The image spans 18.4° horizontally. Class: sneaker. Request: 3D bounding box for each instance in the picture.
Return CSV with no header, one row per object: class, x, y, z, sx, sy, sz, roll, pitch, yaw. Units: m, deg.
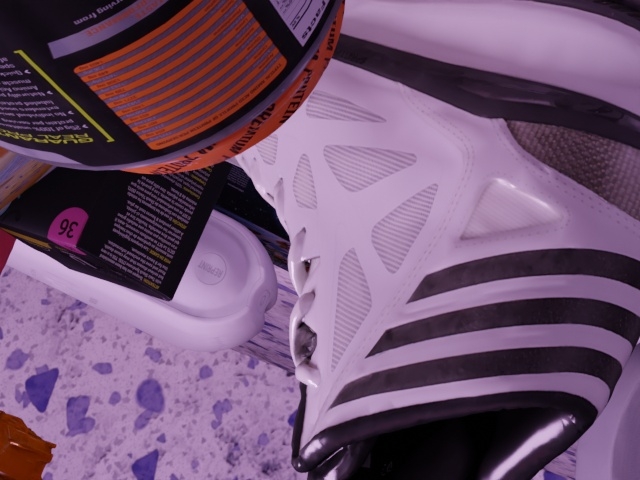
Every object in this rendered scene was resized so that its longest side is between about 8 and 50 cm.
sneaker,0.000,0.000,1.041,0.169,0.257,0.447,31,169,-34

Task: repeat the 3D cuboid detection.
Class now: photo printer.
photo printer,-0.183,-0.002,1.684,0.307,0.107,0.256,27,170,-5

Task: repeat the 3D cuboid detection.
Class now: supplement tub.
supplement tub,-0.098,-0.142,0.697,0.193,0.193,0.316,21,169,18

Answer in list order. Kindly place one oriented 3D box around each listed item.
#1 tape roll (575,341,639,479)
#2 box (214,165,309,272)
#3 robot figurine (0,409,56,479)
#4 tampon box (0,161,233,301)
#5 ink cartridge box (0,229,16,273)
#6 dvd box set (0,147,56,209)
tape roll,0.284,0.156,1.320,0.219,0.219,0.072,26,172,-10
box,-0.053,-0.020,1.725,0.233,0.044,0.159,27,170,-13
robot figurine,-0.325,0.098,1.248,0.291,0.085,0.211,13,166,29
tampon box,-0.139,-0.059,1.365,0.120,0.161,0.101,14,166,44
ink cartridge box,-0.322,-0.087,1.300,0.160,0.279,0.384,21,170,16
dvd box set,-0.246,0.003,1.017,0.062,0.420,0.307,50,146,-4
